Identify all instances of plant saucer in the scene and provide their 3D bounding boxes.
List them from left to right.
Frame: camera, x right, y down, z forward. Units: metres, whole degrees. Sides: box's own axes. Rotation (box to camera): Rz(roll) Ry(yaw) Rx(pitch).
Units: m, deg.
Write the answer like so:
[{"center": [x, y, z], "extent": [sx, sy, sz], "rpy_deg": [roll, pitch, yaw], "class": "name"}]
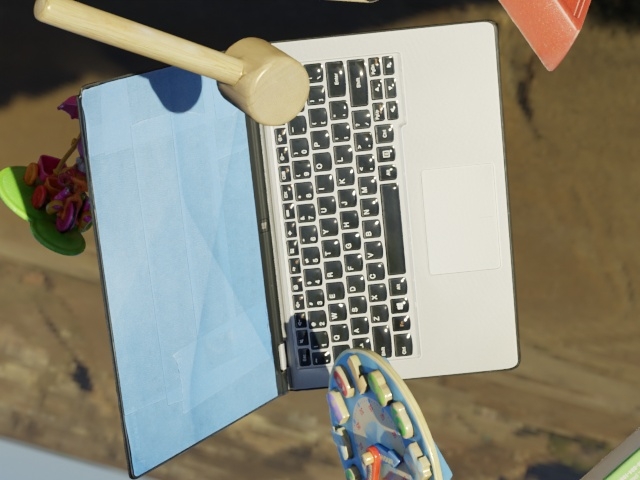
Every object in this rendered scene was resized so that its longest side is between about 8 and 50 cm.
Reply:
[{"center": [0.246, -0.366, 1.651], "extent": [0.047, 0.259, 0.258], "rpy_deg": [-7, 137, 41], "class": "plant saucer"}]

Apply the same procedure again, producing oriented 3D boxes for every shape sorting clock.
[{"center": [0.058, 0.202, 1.435], "extent": [0.040, 0.206, 0.206], "rpy_deg": [-20, -171, -26], "class": "shape sorting clock"}]

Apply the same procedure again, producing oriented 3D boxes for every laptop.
[{"center": [0.000, 0.000, 1.486], "extent": [0.408, 0.382, 0.236], "rpy_deg": [-6, -166, 1], "class": "laptop"}]

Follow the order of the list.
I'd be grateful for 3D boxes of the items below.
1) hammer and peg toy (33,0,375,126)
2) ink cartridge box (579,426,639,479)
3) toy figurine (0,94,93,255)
[{"center": [-0.039, -0.246, 1.065], "extent": [0.266, 0.361, 0.127], "rpy_deg": [-3, -153, -41], "class": "hammer and peg toy"}, {"center": [0.389, 0.323, 1.511], "extent": [0.273, 0.198, 0.115], "rpy_deg": [43, -148, 6], "class": "ink cartridge box"}, {"center": [-0.292, -0.094, 1.780], "extent": [0.130, 0.159, 0.173], "rpy_deg": [16, -150, -33], "class": "toy figurine"}]
